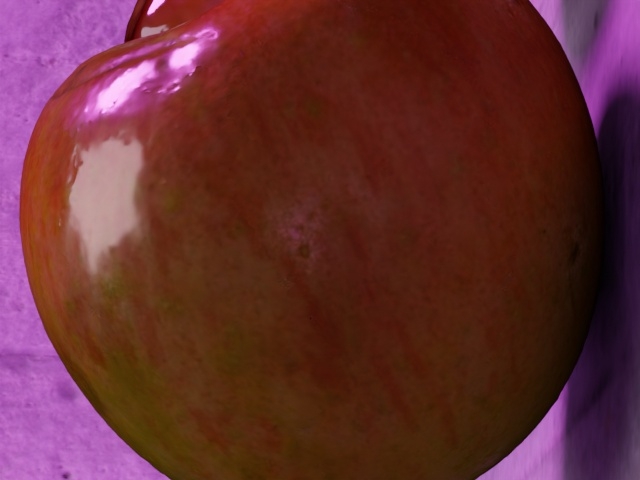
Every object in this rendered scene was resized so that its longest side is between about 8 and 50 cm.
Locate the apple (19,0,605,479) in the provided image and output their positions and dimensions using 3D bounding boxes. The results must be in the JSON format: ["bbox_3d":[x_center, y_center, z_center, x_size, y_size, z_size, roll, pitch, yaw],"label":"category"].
[{"bbox_3d":[0.000,0.000,0.621,0.196,0.196,0.196,-177,90,-88],"label":"apple"}]

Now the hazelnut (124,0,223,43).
[{"bbox_3d":[0.009,-0.073,0.928,0.208,0.208,0.208,-177,90,-88],"label":"hazelnut"}]
